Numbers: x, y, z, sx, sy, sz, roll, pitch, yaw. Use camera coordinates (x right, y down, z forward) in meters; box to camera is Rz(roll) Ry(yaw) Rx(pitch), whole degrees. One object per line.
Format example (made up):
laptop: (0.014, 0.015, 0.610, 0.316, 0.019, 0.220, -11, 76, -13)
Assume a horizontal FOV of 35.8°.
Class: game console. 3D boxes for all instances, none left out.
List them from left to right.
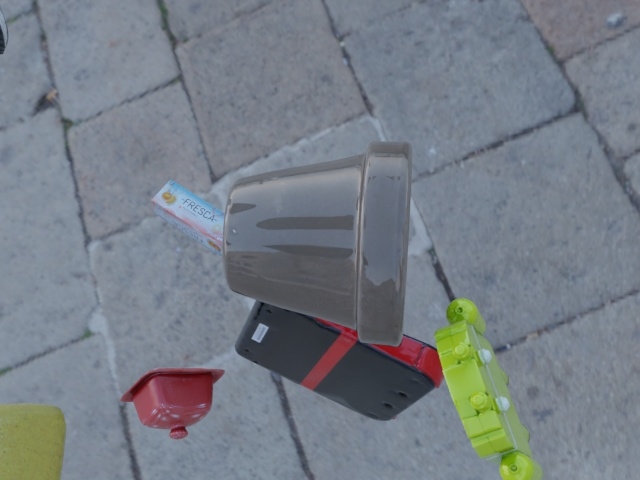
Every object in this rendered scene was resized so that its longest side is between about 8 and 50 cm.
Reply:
game console: (0.027, 0.204, 1.767, 0.342, 0.386, 0.060, 27, 65, -1)

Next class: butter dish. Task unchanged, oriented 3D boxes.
butter dish: (-0.266, 0.306, 1.814, 0.160, 0.160, 0.118, -44, 50, 46)

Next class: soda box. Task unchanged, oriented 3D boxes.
soda box: (-0.239, -0.042, 1.929, 0.183, 0.058, 0.063, 32, 66, 17)

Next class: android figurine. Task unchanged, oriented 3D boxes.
android figurine: (0.211, 0.193, 1.250, 0.056, 0.273, 0.248, -22, 65, 12)

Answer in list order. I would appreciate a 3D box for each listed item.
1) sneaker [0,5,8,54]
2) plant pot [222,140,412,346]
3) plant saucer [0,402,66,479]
sneaker: (-0.489, -0.370, 1.365, 0.100, 0.271, 0.108, 4, 49, 9)
plant pot: (0.000, 0.000, 1.276, 0.230, 0.263, 0.262, 2, 65, 6)
plant saucer: (-0.346, 0.236, 0.607, 0.333, 0.081, 0.332, -5, 49, 1)
